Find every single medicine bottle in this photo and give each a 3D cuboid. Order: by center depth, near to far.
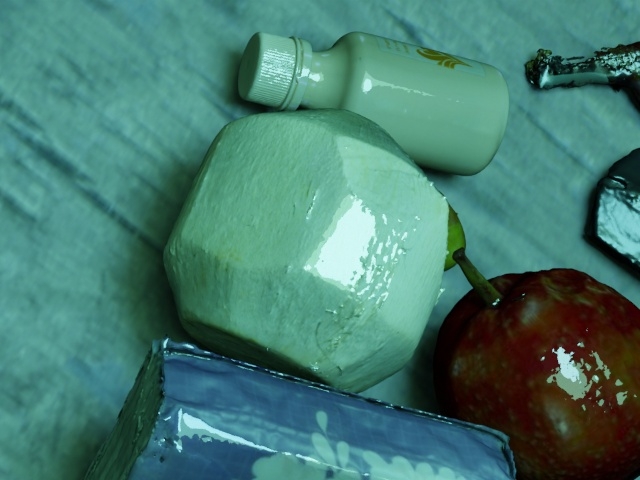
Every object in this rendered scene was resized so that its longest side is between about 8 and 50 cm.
[{"bbox_3d":[0.048,-0.138,1.755,0.252,0.114,0.114,11,75,-19],"label":"medicine bottle"}]

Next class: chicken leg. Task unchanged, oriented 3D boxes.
[{"bbox_3d":[0.334,-0.157,1.911,0.253,0.051,0.106,20,77,-14],"label":"chicken leg"}]

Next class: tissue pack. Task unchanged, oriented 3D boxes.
[{"bbox_3d":[-0.023,0.237,1.577,0.344,0.242,0.125,17,33,-19],"label":"tissue pack"}]

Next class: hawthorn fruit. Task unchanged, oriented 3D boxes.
[{"bbox_3d":[0.196,0.114,1.678,0.210,0.230,0.266,-49,117,-13],"label":"hawthorn fruit"}]

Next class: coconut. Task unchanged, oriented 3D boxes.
[{"bbox_3d":[0.000,0.000,1.633,0.245,0.245,0.247,28,75,-14],"label":"coconut"}]

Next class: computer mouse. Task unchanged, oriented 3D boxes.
[{"bbox_3d":[0.371,0.000,1.877,0.217,0.073,0.122,35,68,-10],"label":"computer mouse"}]

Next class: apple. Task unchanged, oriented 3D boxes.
[{"bbox_3d":[0.099,-0.008,1.763,0.074,0.089,0.089,-38,95,7],"label":"apple"}]
